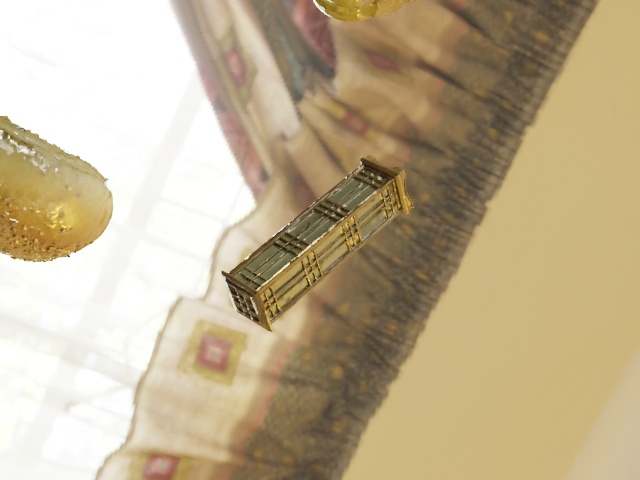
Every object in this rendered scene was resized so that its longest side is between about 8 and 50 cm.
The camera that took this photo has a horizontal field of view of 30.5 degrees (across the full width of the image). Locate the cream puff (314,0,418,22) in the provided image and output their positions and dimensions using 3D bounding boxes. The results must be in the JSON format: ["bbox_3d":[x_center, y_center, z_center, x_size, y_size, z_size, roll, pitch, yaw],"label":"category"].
[{"bbox_3d":[0.047,-0.367,1.345,0.221,0.194,0.195,-55,-149,31],"label":"cream puff"}]

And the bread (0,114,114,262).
[{"bbox_3d":[-0.398,-0.072,1.447,0.159,0.305,0.305,-59,-153,-4],"label":"bread"}]

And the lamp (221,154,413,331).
[{"bbox_3d":[0.000,0.000,1.802,0.325,0.090,0.089,-40,-136,-24],"label":"lamp"}]
